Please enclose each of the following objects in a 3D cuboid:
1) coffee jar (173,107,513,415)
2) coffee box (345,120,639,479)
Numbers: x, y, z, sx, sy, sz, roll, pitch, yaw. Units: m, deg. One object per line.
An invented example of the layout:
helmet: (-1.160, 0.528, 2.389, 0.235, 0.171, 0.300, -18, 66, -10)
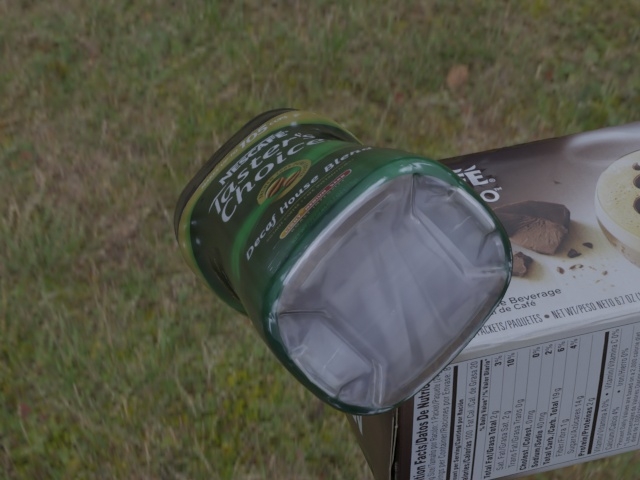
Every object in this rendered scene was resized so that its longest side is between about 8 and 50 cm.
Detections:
coffee jar: (0.000, 0.000, 0.623, 0.096, 0.184, 0.079, -46, 111, -4)
coffee box: (0.153, 0.031, 0.893, 0.297, 0.119, 0.168, -11, 40, -12)
